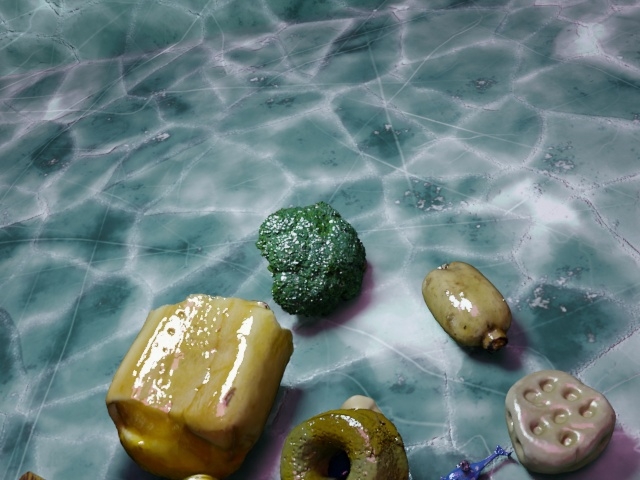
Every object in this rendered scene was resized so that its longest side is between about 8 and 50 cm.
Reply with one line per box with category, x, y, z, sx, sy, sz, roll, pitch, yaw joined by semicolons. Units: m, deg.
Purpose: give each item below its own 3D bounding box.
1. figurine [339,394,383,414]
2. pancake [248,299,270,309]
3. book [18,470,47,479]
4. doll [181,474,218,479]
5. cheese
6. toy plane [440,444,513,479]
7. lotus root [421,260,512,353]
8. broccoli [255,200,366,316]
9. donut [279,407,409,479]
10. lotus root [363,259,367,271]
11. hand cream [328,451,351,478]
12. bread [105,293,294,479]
figurine;0.044;0.414;1.725;0.196;0.114;0.108;-30;50;-4
pancake;-0.184;0.197;2.078;0.115;0.011;0.115;-7;42;6
book;-0.650;0.706;1.648;0.300;0.039;0.428;16;50;28
doll;-0.292;0.641;1.532;0.340;0.209;0.317;-21;76;-4
cheese;0.487;0.374;1.638;0.218;0.117;0.235;5;45;18
toy plane;0.319;0.470;1.637;0.167;0.054;0.062;-30;70;-15
lotus root;0.346;0.155;1.885;0.160;0.146;0.284;-36;47;3
broccoli;-0.034;0.047;2.030;0.308;0.307;0.275;-44;24;-28
donut;0.031;0.452;1.593;0.272;0.107;0.272;-12;65;29
lotus root;0.103;0.054;2.136;0.037;0.030;0.083;-19;47;-4
hand cream;0.111;0.544;1.610;0.120;0.061;0.270;-32;51;-16
bread;-0.269;0.343;1.786;0.361;0.250;0.394;2;49;21
